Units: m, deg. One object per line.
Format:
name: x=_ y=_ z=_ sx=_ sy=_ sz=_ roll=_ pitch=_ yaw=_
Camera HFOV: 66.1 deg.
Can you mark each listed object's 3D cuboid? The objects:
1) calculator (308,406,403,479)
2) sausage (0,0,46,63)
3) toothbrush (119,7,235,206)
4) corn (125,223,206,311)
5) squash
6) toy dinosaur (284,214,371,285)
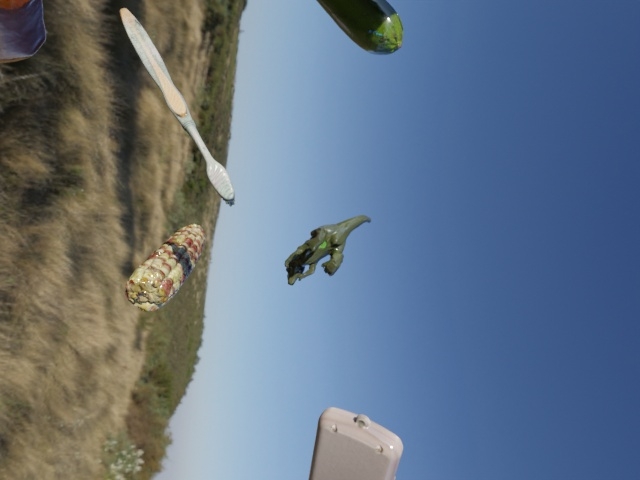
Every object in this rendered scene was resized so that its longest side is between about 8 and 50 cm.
calculator: x=0.037 y=0.264 z=0.574 sx=0.032 sy=0.100 sz=0.174 roll=-45 pitch=149 yaw=-54
sausage: x=-0.567 y=-0.418 z=0.848 sx=0.268 sy=0.141 sz=0.153 roll=-34 pitch=-98 yaw=57
toothbrush: x=-0.214 y=-0.206 z=0.714 sx=0.375 sy=0.028 sz=0.037 roll=59 pitch=-11 yaw=14
corn: x=-0.260 y=0.038 z=0.860 sx=0.237 sy=0.080 sz=0.079 roll=-76 pitch=-178 yaw=-65
squash: x=0.023 y=-0.425 z=0.800 sx=0.331 sy=0.087 sz=0.087 roll=58 pitch=-29 yaw=15
toy dinosaur: x=0.000 y=0.000 z=0.958 sx=0.187 sy=0.087 sz=0.179 roll=-26 pitch=-159 yaw=24
